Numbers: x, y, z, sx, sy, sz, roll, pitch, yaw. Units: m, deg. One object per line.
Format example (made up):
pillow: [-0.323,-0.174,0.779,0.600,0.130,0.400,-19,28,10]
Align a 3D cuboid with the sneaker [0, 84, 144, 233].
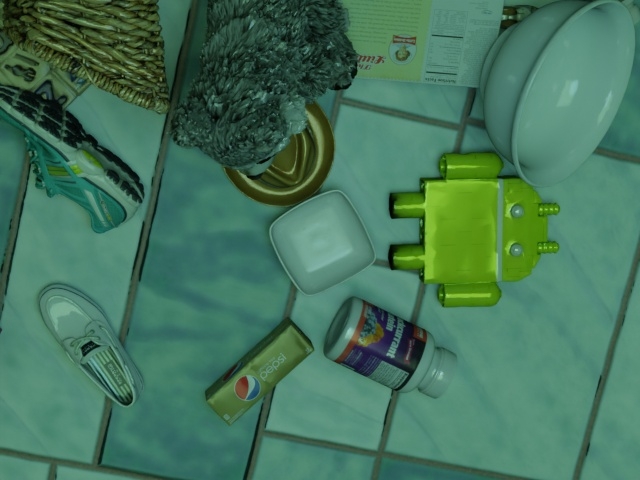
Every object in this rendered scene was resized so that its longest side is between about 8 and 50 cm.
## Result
sneaker: [-0.389,-0.117,1.877,0.110,0.107,0.275,-41,106,17]

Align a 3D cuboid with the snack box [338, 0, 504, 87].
snack box: [0.107,-0.333,1.893,0.322,0.060,0.187,4,117,-6]

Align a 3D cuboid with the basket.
basket: [-0.324,-0.277,1.744,0.214,0.299,0.223,-7,102,-7]

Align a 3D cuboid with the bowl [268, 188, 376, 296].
bowl: [0.000,0.000,1.971,0.142,0.053,0.142,-28,103,-2]

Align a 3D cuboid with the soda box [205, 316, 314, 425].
soda box: [-0.096,0.205,1.991,0.181,0.061,0.058,-43,101,2]

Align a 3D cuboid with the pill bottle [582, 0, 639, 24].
pill bottle: [0.435,-0.387,1.944,0.078,0.078,0.137,-30,102,-1]

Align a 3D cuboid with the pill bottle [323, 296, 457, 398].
pill bottle: [0.112,0.174,1.988,0.193,0.108,0.108,26,96,-11]

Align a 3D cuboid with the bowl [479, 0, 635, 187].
bowl: [0.333,-0.240,1.898,0.134,0.298,0.297,31,97,33]

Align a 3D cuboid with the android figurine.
android figurine: [0.244,-0.017,1.999,0.273,0.056,0.248,0,100,-5]

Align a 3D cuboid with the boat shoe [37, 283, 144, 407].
boat shoe: [-0.347,0.160,1.945,0.083,0.076,0.226,-41,102,1]

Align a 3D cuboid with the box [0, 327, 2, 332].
box: [-0.589,0.123,1.824,0.117,0.243,0.213,-44,101,2]

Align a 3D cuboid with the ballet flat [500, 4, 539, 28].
ballet flat: [0.291,-0.343,1.953,0.114,0.041,0.041,-1,100,-7]

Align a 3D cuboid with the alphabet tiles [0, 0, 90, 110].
alphabet tiles: [-0.461,-0.356,1.872,0.285,0.011,0.342,-44,102,2]

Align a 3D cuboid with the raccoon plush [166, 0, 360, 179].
raccoon plush: [-0.125,-0.306,1.716,0.216,0.299,0.446,-15,105,27]

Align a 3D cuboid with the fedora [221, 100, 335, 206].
fedora: [-0.064,-0.142,1.925,0.194,0.079,0.194,-1,101,-7]
